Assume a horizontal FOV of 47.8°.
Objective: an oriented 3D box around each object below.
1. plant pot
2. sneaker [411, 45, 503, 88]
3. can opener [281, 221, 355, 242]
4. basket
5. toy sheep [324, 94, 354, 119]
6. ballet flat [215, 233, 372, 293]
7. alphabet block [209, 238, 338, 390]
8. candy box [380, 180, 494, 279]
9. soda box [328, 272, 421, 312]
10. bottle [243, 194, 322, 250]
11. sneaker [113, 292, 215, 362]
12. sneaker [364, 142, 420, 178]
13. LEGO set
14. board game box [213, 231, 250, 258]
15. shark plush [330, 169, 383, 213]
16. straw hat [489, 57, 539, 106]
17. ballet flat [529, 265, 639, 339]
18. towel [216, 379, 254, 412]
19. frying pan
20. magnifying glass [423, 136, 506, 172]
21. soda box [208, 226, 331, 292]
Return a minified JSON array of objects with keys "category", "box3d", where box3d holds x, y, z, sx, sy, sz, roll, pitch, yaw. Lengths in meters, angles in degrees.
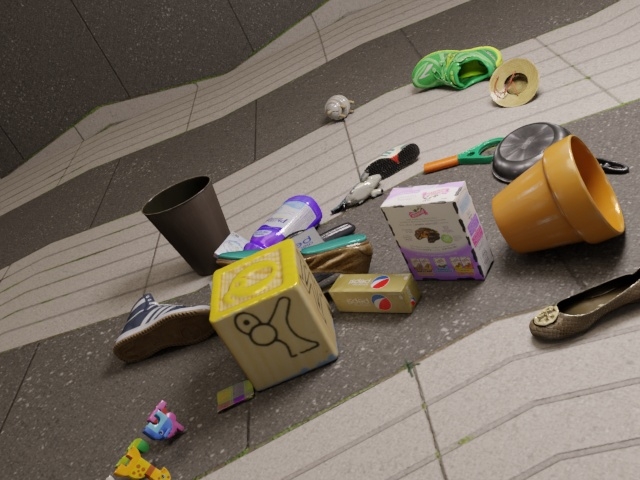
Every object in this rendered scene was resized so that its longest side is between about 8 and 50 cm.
[{"category":"plant pot","box3d":[0.441,-0.067,1.379,0.188,0.205,0.205,-29,24,32]},{"category":"sneaker","box3d":[0.410,-0.530,2.239,0.296,0.109,0.123,-7,31,33]},{"category":"can opener","box3d":[0.000,0.000,1.771,0.186,0.073,0.059,-19,26,-8]},{"category":"basket","box3d":[-0.328,-0.032,1.922,0.205,0.226,0.154,-21,29,13]},{"category":"toy sheep","box3d":[0.059,-0.446,2.430,0.091,0.091,0.132,-8,15,32]},{"category":"ballet flat","box3d":[-0.052,0.068,1.582,0.343,0.124,0.116,-8,11,-5]},{"category":"alphabet block","box3d":[-0.093,0.147,1.455,0.193,0.197,0.193,-24,28,6]},{"category":"candy box","box3d":[0.235,-0.015,1.443,0.165,0.196,0.070,-2,37,38]},{"category":"soda box","box3d":[0.110,0.108,1.487,0.181,0.061,0.058,-3,37,37]},{"category":"bottle","box3d":[-0.114,-0.002,1.829,0.118,0.092,0.283,-1,38,48]},{"category":"sneaker","box3d":[-0.359,0.183,1.730,0.282,0.099,0.153,-21,30,17]},{"category":"sneaker","box3d":[0.193,-0.217,1.979,0.161,0.057,0.075,-29,11,0]},{"category":"LEGO set","box3d":[-0.315,0.410,1.345,0.227,0.093,0.087,-57,9,-36]},{"category":"board game box","box3d":[-0.216,0.031,1.881,0.090,0.090,0.020,-54,-6,-41]},{"category":"shark plush","box3d":[0.101,-0.116,1.911,0.161,0.073,0.067,-49,9,3]},{"category":"straw hat","box3d":[0.546,-0.432,2.003,0.145,0.144,0.061,-5,-4,36]},{"category":"ballet flat","box3d":[0.466,0.096,1.206,0.250,0.058,0.084,-22,28,10]},{"category":"towel","box3d":[-0.171,0.310,1.450,0.083,0.009,0.060,-25,28,3]},{"category":"frying pan","box3d":[0.509,-0.182,1.635,0.197,0.053,0.326,-35,33,1]},{"category":"magnifying glass","box3d":[0.374,-0.211,1.836,0.231,0.026,0.092,-12,32,22]},{"category":"soda box","box3d":[-0.111,0.084,1.686,0.286,0.091,0.098,-28,28,-2]}]
